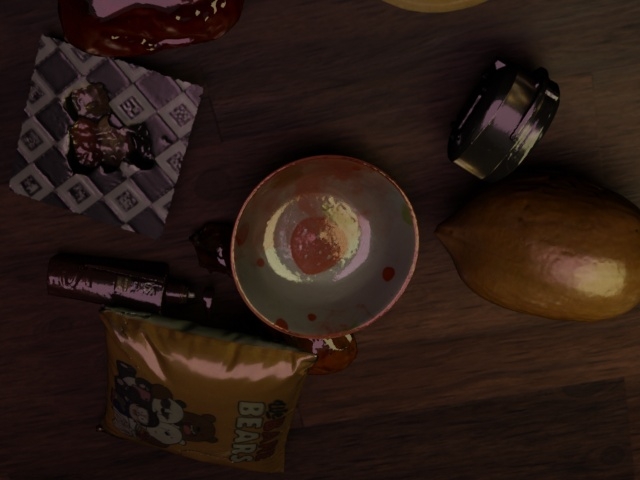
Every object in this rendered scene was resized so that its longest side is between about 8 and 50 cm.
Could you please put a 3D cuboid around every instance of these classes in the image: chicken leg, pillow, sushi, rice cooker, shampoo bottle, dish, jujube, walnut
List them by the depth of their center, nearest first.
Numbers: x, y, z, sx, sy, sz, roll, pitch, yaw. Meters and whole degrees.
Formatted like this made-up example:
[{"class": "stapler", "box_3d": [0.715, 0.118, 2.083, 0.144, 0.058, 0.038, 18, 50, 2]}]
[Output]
[{"class": "jujube", "box_3d": [-0.207, -0.297, 1.312, 0.230, 0.155, 0.155, 0, 119, -1]}, {"class": "rice cooker", "box_3d": [0.233, -0.154, 1.400, 0.106, 0.112, 0.165, 24, 116, -5]}, {"class": "walnut", "box_3d": [0.300, 0.004, 1.440, 0.298, 0.203, 0.203, 12, 119, -1]}, {"class": "sushi", "box_3d": [-0.287, -0.141, 1.463, 0.220, 0.047, 0.231, 18, 114, -3]}, {"class": "dish", "box_3d": [0.000, 0.000, 1.494, 0.260, 0.085, 0.260, -3, 108, -10]}, {"class": "shampoo bottle", "box_3d": [-0.271, 0.068, 1.565, 0.237, 0.067, 0.068, 8, 112, -3]}, {"class": "chicken leg", "box_3d": [-0.072, 0.092, 1.566, 0.304, 0.093, 0.113, 42, 124, -14]}, {"class": "pillow", "box_3d": [-0.178, 0.227, 1.598, 0.313, 0.119, 0.310, 13, 133, 0]}]

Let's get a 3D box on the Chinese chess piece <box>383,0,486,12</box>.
[{"class": "Chinese chess piece", "box_3d": [0.136, -0.372, 1.240, 0.251, 0.097, 0.250, 0, 145, 0]}]
